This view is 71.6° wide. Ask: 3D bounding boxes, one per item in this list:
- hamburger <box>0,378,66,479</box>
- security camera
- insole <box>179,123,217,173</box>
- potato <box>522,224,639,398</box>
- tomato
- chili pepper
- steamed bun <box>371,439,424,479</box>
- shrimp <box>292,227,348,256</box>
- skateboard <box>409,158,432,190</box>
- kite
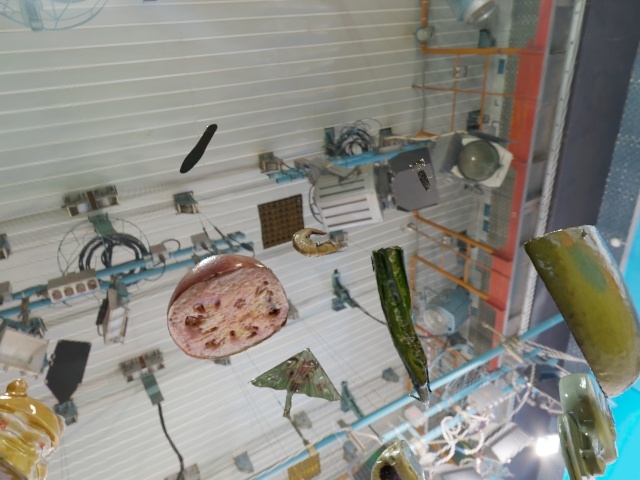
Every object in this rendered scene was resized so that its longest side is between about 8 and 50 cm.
[{"bbox_3d":[-0.820,0.522,1.161,0.276,0.237,0.276,1,-59,1],"label":"hamburger"},{"bbox_3d":[0.477,0.352,0.787,0.301,0.080,0.157,-20,-89,-59],"label":"security camera"},{"bbox_3d":[-0.295,-0.224,1.080,0.152,0.053,0.002,-65,-34,-17],"label":"insole"},{"bbox_3d":[0.456,0.116,0.727,0.112,0.255,0.269,-29,-24,27],"label":"potato"},{"bbox_3d":[-0.256,0.159,1.184,0.338,0.143,0.338,-16,-49,-19],"label":"tomato"},{"bbox_3d":[0.175,0.188,0.942,0.076,0.085,0.359,-15,-87,-46],"label":"chili pepper"},{"bbox_3d":[0.238,0.747,1.434,0.155,0.140,0.172,-32,-13,7],"label":"steamed bun"},{"bbox_3d":[-0.002,0.005,1.230,0.162,0.095,0.045,-3,-51,-22],"label":"shrimp"},{"bbox_3d":[0.205,-0.118,0.870,0.032,0.064,0.083,-25,-15,16],"label":"skateboard"},{"bbox_3d":[-0.075,0.458,1.459,0.267,0.323,0.013,-66,-23,-46],"label":"kite"}]
